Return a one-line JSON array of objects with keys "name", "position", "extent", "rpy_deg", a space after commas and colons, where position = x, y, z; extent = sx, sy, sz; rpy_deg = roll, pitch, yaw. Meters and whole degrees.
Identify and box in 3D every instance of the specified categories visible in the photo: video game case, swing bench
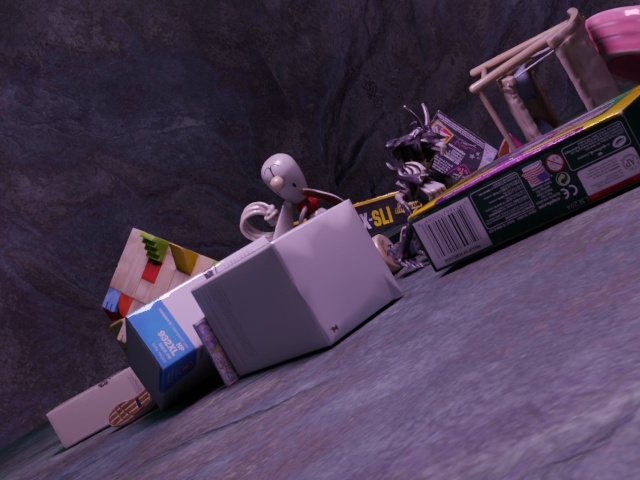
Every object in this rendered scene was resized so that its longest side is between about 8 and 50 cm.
[{"name": "video game case", "position": [-0.160, 0.178, 1.489], "extent": [0.011, 0.122, 0.087], "rpy_deg": [-26, 4, 46]}, {"name": "swing bench", "position": [0.475, -0.290, 1.761], "extent": [0.254, 0.253, 0.165], "rpy_deg": [-29, 17, 21]}]

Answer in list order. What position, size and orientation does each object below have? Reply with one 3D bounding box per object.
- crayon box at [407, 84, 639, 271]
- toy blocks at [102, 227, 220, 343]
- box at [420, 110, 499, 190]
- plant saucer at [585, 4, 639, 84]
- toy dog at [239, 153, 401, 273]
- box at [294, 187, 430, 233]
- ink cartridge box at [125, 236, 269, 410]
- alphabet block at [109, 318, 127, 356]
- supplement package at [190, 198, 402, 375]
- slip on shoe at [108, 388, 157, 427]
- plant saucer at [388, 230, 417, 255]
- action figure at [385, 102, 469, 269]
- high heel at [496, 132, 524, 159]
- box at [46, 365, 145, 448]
[{"name": "crayon box", "position": [0.358, -0.107, 1.332], "extent": [0.362, 0.106, 0.313], "rpy_deg": [-28, 2, 37]}, {"name": "toy blocks", "position": [-0.342, 0.138, 1.892], "extent": [0.381, 0.261, 0.190], "rpy_deg": [19, -4, 41]}, {"name": "box", "position": [0.288, -0.185, 1.919], "extent": [0.142, 0.163, 0.247], "rpy_deg": [-56, -3, 11]}, {"name": "plant saucer", "position": [0.708, -0.394, 1.801], "extent": [0.332, 0.084, 0.332], "rpy_deg": [11, -4, 1]}, {"name": "toy dog", "position": [0.000, 0.000, 1.658], "extent": [0.220, 0.333, 0.161], "rpy_deg": [-56, 8, 26]}, {"name": "box", "position": [0.105, -0.056, 1.976], "extent": [0.321, 0.079, 0.257], "rpy_deg": [-16, 4, 12]}, {"name": "ink cartridge box", "position": [-0.203, 0.158, 1.632], "extent": [0.307, 0.129, 0.223], "rpy_deg": [-31, -21, -25]}, {"name": "alphabet block", "position": [-0.399, 0.248, 2.225], "extent": [0.193, 0.197, 0.192], "rpy_deg": [-31, 2, -27]}, {"name": "supplement package", "position": [-0.046, 0.083, 1.403], "extent": [0.175, 0.178, 0.293], "rpy_deg": [-31, 2, -36]}, {"name": "slip on shoe", "position": [-0.370, 0.340, 1.761], "extent": [0.135, 0.051, 0.041], "rpy_deg": [-38, -39, 7]}, {"name": "plant saucer", "position": [0.203, -0.001, 1.910], "extent": [0.317, 0.044, 0.317], "rpy_deg": [-29, 2, 1]}, {"name": "action figure", "position": [0.191, -0.097, 1.532], "extent": [0.140, 0.276, 0.164], "rpy_deg": [18, 25, 37]}, {"name": "high heel", "position": [0.384, -0.149, 1.884], "extent": [0.244, 0.117, 0.082], "rpy_deg": [-31, 2, -37]}, {"name": "box", "position": [-0.469, 0.357, 1.948], "extent": [0.275, 0.094, 0.113], "rpy_deg": [-29, 1, 14]}]
